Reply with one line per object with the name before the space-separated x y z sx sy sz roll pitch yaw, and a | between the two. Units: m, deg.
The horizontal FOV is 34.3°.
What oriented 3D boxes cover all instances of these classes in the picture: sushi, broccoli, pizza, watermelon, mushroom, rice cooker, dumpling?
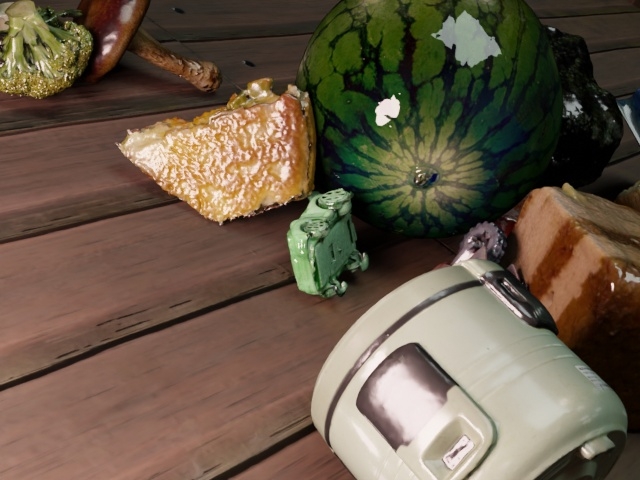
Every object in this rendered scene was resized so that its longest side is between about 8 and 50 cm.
sushi | 0.341 -0.229 1.678 0.171 0.211 0.350 17 38 -28
broccoli | -0.339 -0.230 1.239 0.131 0.120 0.130 -11 53 0
pizza | -0.107 -0.094 1.201 0.226 0.147 0.069 -20 6 3
watermelon | 0.130 -0.168 1.288 0.363 0.363 0.363 19 30 -11
mushroom | -0.221 -0.256 1.391 0.217 0.148 0.227 31 31 -24
rice cooker | 0.119 0.144 0.881 0.226 0.226 0.244 -4 41 -41
dumpling | -0.400 -0.293 1.359 0.076 0.052 0.057 -25 67 -42

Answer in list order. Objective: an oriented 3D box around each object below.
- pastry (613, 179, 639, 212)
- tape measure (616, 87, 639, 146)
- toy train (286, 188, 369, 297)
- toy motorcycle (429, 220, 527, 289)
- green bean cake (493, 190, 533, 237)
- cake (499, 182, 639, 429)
pastry | 0.507 -0.013 1.481 0.218 0.100 0.229 54 4 -35
tape measure | 0.608 -0.120 1.662 0.259 0.138 0.262 30 35 -56
toy train | 0.000 0.000 1.169 0.081 0.099 0.149 1 27 27
toy motorcycle | 0.174 0.078 1.165 0.084 0.118 0.212 32 36 -31
green bean cake | 0.294 -0.022 1.443 0.136 0.056 0.135 19 29 5
cake | 0.323 0.056 1.215 0.196 0.198 0.293 12 31 -18
